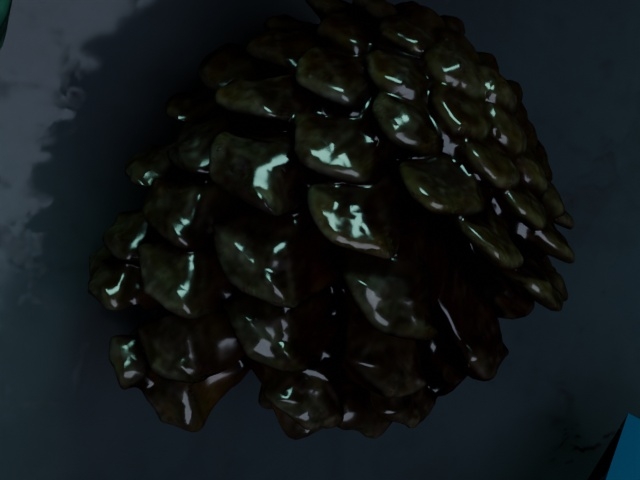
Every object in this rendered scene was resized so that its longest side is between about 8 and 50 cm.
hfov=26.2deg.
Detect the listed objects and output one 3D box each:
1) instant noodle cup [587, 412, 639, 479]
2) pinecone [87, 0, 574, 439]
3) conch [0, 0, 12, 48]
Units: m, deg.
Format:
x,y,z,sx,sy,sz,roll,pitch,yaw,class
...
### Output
x,y,z,sx,sy,sz,roll,pitch,yaw,class
0.179,0.226,0.701,0.178,0.240,0.240,-45,116,-17,instant noodle cup
0.002,-0.001,0.583,0.204,0.184,0.179,-45,98,1,pinecone
-0.207,-0.106,0.492,0.196,0.134,0.202,11,99,-27,conch
